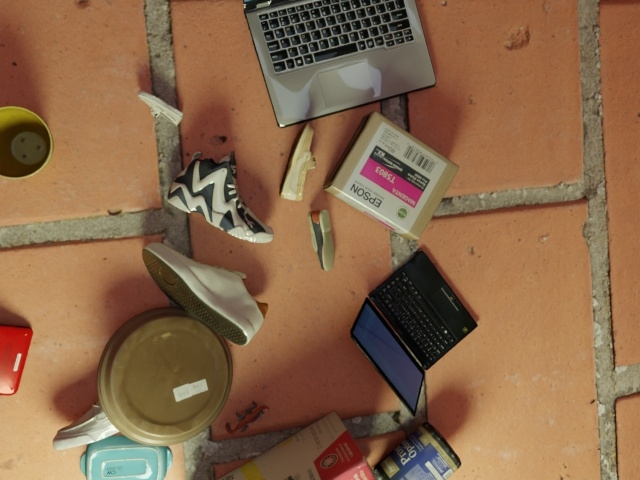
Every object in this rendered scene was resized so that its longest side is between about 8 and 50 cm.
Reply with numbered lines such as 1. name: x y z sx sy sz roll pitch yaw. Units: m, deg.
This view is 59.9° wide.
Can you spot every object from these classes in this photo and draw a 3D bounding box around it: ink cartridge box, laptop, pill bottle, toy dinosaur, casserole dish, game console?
1. ink cartridge box: 0.156 -0.139 1.224 0.234 0.088 0.193 30 86 -12
2. ink cartridge box: -0.074 0.544 1.113 0.384 0.279 0.160 -28 97 -9
3. laptop: 0.215 0.196 1.227 0.264 0.136 0.234 -39 100 -7
4. pill bottle: 0.198 0.525 1.246 0.219 0.123 0.123 -39 99 -7
5. toy dinosaur: -0.166 0.384 1.199 0.047 0.090 0.082 49 51 6
6. casserole dish: -0.410 0.472 1.169 0.188 0.037 0.114 1 92 -10
7. laptop: 0.050 -0.486 1.111 0.381 0.236 0.408 -17 96 -9
8. game console: -0.669 0.229 1.118 0.124 0.085 0.144 15 90 -42

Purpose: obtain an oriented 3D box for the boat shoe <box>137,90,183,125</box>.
1. boat shoe: -0.335 -0.272 1.149 0.100 0.035 0.035 29 84 -18

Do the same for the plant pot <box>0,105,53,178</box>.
1. plant pot: -0.577 -0.183 1.074 0.134 0.095 0.134 0 93 -10

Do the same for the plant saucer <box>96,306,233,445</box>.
1. plant saucer: -0.304 0.272 1.126 0.277 0.041 0.278 8 74 -29

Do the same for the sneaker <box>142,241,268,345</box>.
1. sneaker: -0.238 0.091 1.170 0.290 0.106 0.123 40 48 -1

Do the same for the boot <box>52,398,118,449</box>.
1. boot: -0.426 0.326 1.140 0.258 0.095 0.124 -17 90 -18

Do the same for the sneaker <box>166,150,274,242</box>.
1. sneaker: -0.183 -0.101 1.155 0.234 0.094 0.153 27 96 -1

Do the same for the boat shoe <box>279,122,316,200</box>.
1. boat shoe: -0.039 -0.167 1.201 0.059 0.063 0.170 17 99 -14

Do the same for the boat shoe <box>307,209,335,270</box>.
1. boat shoe: 0.000 0.000 1.224 0.043 0.049 0.137 -4 98 31
